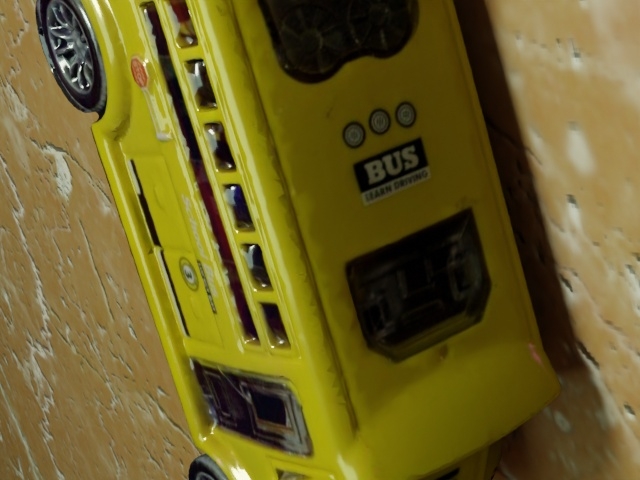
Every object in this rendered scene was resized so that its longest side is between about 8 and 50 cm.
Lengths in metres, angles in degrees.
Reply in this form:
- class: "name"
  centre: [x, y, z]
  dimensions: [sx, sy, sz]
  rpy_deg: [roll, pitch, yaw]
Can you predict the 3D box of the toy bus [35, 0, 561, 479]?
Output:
- class: "toy bus"
  centre: [0.000, 0.000, 0.567]
  dimensions: [0.151, 0.145, 0.331]
  rpy_deg: [5, 115, 59]
